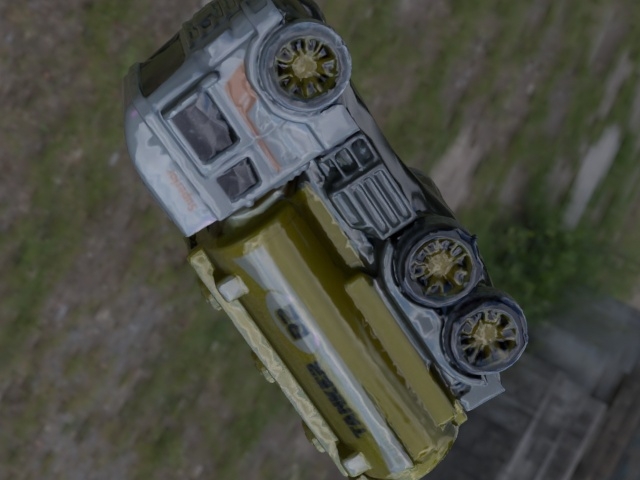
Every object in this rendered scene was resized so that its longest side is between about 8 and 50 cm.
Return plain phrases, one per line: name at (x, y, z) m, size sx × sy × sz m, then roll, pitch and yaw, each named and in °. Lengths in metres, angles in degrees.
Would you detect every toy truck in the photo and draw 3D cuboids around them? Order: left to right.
toy truck at (0.000, 0.000, 0.371) m, size 0.063 × 0.123 × 0.052 m, roll -34°, pitch -160°, yaw 4°
